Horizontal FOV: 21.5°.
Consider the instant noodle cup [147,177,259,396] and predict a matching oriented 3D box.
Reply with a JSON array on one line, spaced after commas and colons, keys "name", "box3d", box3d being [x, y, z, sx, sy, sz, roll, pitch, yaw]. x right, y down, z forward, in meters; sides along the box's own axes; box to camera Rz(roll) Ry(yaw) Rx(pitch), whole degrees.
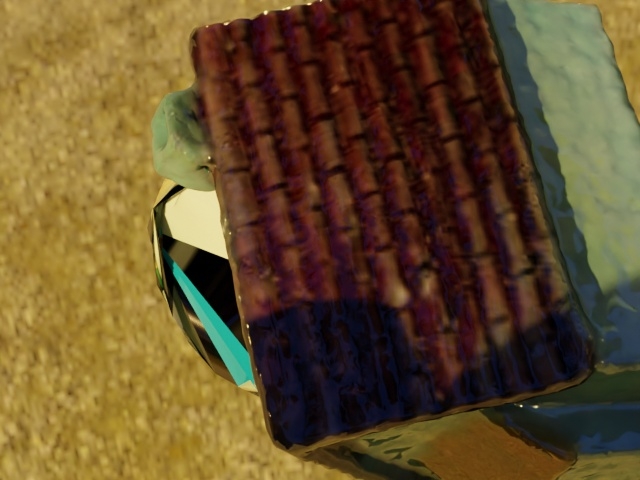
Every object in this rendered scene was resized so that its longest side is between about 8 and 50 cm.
[{"name": "instant noodle cup", "box3d": [0.000, 0.000, 1.225, 0.240, 0.240, 0.178, 33, 42, 30]}]

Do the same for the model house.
[{"name": "model house", "box3d": [0.035, 0.025, 0.928, 0.249, 0.230, 0.280, 0, 59, -22]}]
